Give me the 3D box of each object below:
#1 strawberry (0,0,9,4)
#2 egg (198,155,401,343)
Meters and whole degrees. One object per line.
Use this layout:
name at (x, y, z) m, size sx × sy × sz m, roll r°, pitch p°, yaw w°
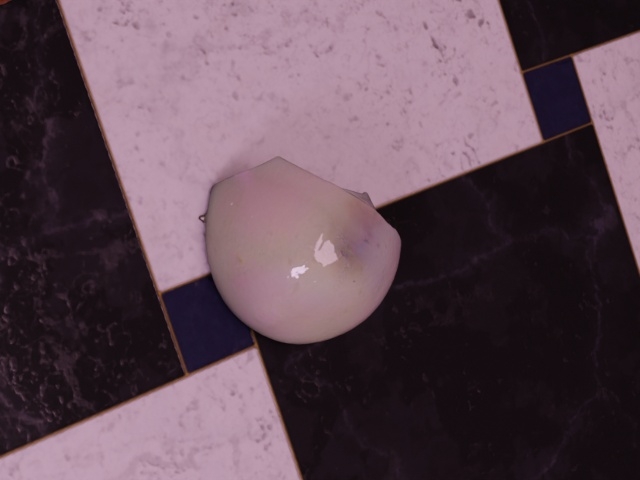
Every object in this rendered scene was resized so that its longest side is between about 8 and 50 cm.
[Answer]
strawberry at (-0.391, -0.419, 1.625) m, size 0.336 × 0.149 × 0.265 m, roll 43°, pitch 65°, yaw -21°
egg at (0.002, 0.019, 1.821) m, size 0.271 × 0.162 × 0.206 m, roll 18°, pitch 73°, yaw -30°
